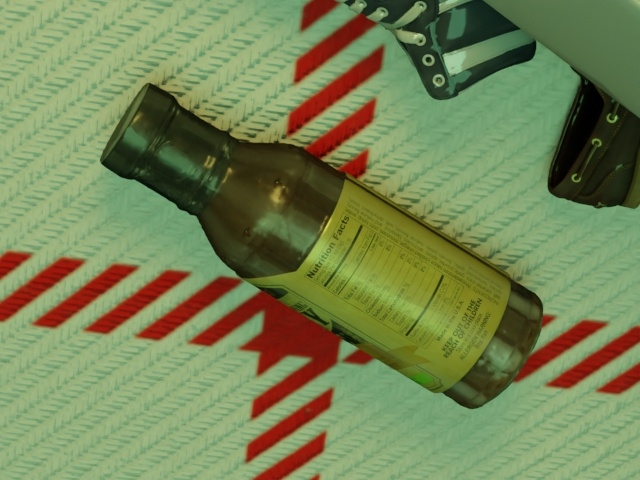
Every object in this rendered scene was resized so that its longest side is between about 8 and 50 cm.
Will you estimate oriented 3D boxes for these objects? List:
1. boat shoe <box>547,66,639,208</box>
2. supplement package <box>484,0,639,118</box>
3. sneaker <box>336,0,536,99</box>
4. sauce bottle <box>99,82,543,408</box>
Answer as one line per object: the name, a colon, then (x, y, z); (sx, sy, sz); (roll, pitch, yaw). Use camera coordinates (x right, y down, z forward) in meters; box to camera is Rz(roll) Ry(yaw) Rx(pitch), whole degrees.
boat shoe: (0.216, -0.117, 1.185); (0.073, 0.073, 0.207); (8, 114, -5)
supplement package: (0.260, -0.220, 1.024); (0.199, 0.198, 0.263); (35, 85, -14)
sneaker: (0.026, -0.182, 1.144); (0.282, 0.099, 0.153); (2, 112, -3)
sauce bottle: (0.000, 0.000, 1.223); (0.344, 0.111, 0.111); (32, 111, -11)
